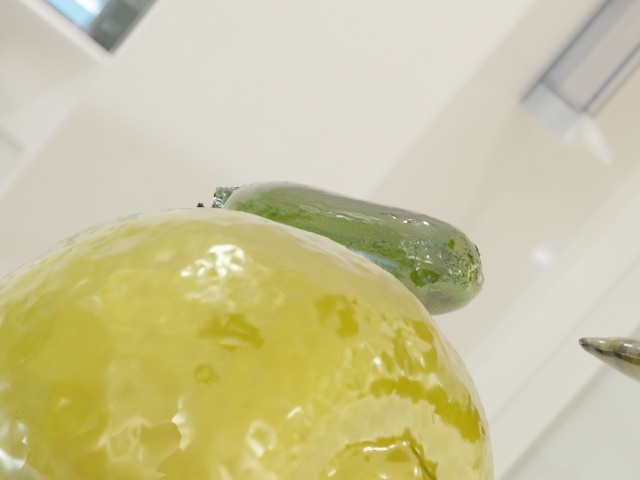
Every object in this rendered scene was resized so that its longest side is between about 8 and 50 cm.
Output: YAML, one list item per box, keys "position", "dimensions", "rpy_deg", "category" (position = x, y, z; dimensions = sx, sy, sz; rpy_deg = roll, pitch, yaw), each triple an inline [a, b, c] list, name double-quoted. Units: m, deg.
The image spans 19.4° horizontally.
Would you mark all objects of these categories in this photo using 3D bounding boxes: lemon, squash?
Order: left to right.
- position: [-0.068, 0.141, 1.067]
  dimensions: [0.348, 0.348, 0.348]
  rpy_deg: [39, 11, -9]
  category: "lemon"
- position: [0.000, -0.002, 1.483]
  dimensions: [0.087, 0.087, 0.331]
  rpy_deg: [31, -9, -40]
  category: "squash"

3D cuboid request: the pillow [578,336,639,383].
- position: [0.304, 0.100, 1.184]
  dimensions: [0.212, 0.052, 0.208]
  rpy_deg: [14, -3, 43]
  category: "pillow"
